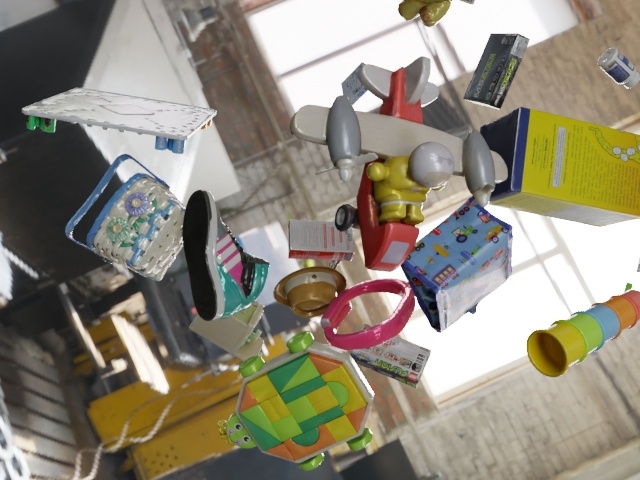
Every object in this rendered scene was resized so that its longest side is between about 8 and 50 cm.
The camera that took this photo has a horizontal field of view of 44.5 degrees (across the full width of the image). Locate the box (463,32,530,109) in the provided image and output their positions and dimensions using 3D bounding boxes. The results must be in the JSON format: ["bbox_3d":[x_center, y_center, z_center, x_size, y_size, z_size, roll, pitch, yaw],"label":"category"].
[{"bbox_3d":[0.455,-0.443,2.035,0.184,0.045,0.190,-126,-123,-70],"label":"box"}]

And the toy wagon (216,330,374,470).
[{"bbox_3d":[-0.065,0.352,1.610,0.267,0.344,0.068,59,15,-11],"label":"toy wagon"}]

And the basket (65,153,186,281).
[{"bbox_3d":[-0.457,-0.058,1.894,0.289,0.254,0.201,28,-8,31],"label":"basket"}]

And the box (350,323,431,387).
[{"bbox_3d":[0.198,0.327,2.224,0.207,0.114,0.036,21,-26,15],"label":"box"}]

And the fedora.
[{"bbox_3d":[-0.022,0.143,1.999,0.194,0.194,0.079,71,5,-54],"label":"fedora"}]

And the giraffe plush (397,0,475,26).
[{"bbox_3d":[0.285,-0.674,2.052,0.170,0.210,0.181,20,79,-61],"label":"giraffe plush"}]

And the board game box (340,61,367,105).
[{"bbox_3d":[0.092,-0.406,2.049,0.020,0.090,0.090,22,46,-33],"label":"board game box"}]

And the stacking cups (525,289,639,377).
[{"bbox_3d":[0.539,0.169,1.519,0.096,0.316,0.096,29,-53,47],"label":"stacking cups"}]

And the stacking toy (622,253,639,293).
[{"bbox_3d":[0.808,0.109,1.825,0.221,0.167,0.052,79,31,-59],"label":"stacking toy"}]

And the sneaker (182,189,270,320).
[{"bbox_3d":[-0.205,0.031,1.791,0.124,0.178,0.295,-14,-100,44],"label":"sneaker"}]

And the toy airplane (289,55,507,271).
[{"bbox_3d":[0.174,-0.175,1.538,0.384,0.386,0.272,59,-18,-20],"label":"toy airplane"}]

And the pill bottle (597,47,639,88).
[{"bbox_3d":[0.858,-0.491,2.240,0.120,0.067,0.067,35,8,-20],"label":"pill bottle"}]

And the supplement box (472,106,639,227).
[{"bbox_3d":[0.562,-0.162,1.813,0.194,0.357,0.195,162,-63,-73],"label":"supplement box"}]

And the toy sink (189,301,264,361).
[{"bbox_3d":[-0.267,0.255,2.464,0.234,0.131,0.153,32,24,-3],"label":"toy sink"}]

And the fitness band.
[{"bbox_3d":[0.120,0.173,1.908,0.291,0.209,0.054,-50,128,-58],"label":"fitness band"}]

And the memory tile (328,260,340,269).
[{"bbox_3d":[0.052,0.051,2.428,0.148,0.012,0.113,122,-11,-54],"label":"memory tile"}]

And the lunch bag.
[{"bbox_3d":[0.326,0.086,1.762,0.138,0.221,0.293,44,-12,39],"label":"lunch bag"}]

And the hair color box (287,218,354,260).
[{"bbox_3d":[0.000,0.000,2.034,0.053,0.167,0.093,105,-15,-59],"label":"hair color box"}]

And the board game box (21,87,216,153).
[{"bbox_3d":[-0.490,-0.309,1.983,0.390,0.390,0.050,-80,179,-71],"label":"board game box"}]
